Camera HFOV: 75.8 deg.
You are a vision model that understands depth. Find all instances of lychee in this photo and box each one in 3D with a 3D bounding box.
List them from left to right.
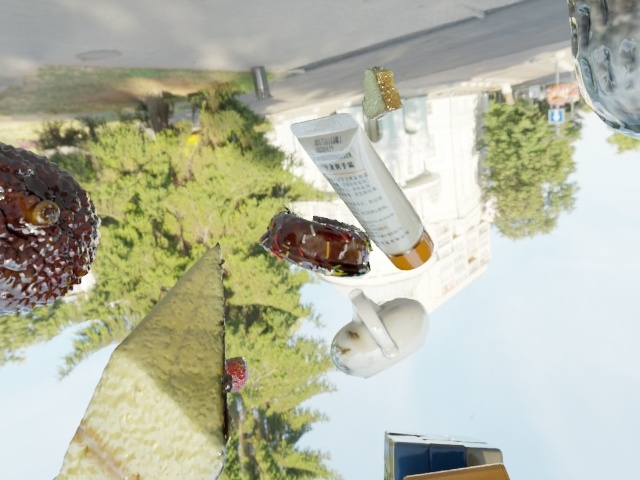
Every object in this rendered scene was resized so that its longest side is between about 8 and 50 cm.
[{"bbox_3d":[-0.437,-0.012,0.552,0.271,0.236,0.236,-15,-169,22],"label":"lychee"}]

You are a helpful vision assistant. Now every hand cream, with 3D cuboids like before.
[{"bbox_3d":[0.075,-0.073,0.664,0.139,0.314,0.089,9,-120,47],"label":"hand cream"}]

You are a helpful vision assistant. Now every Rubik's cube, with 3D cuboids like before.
[{"bbox_3d":[0.393,0.845,1.372,0.346,0.347,0.344,1,162,3],"label":"Rubik's cube"}]

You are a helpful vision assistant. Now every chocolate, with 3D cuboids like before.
[{"bbox_3d":[0.216,-0.182,0.278,0.110,0.248,0.110,-22,-169,5],"label":"chocolate"}]

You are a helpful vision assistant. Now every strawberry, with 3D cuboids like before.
[{"bbox_3d":[-0.250,0.377,1.169,0.106,0.106,0.106,-9,-166,2],"label":"strawberry"}]

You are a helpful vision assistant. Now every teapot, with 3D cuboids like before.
[{"bbox_3d":[0.108,0.170,0.783,0.204,0.139,0.298,-26,163,-4],"label":"teapot"}]

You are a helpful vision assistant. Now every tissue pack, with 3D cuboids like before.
[{"bbox_3d":[0.376,0.723,1.118,0.274,0.195,0.145,-8,-139,2],"label":"tissue pack"}]

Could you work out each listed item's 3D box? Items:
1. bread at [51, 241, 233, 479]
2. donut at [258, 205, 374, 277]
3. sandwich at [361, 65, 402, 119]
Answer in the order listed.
[{"bbox_3d":[-0.238,0.262,0.714,0.242,0.346,0.405,33,-153,1],"label":"bread"},{"bbox_3d":[0.001,0.001,0.822,0.230,0.096,0.216,12,-172,-30],"label":"donut"},{"bbox_3d":[0.107,-0.275,0.771,0.035,0.093,0.105,-21,-175,-15],"label":"sandwich"}]
